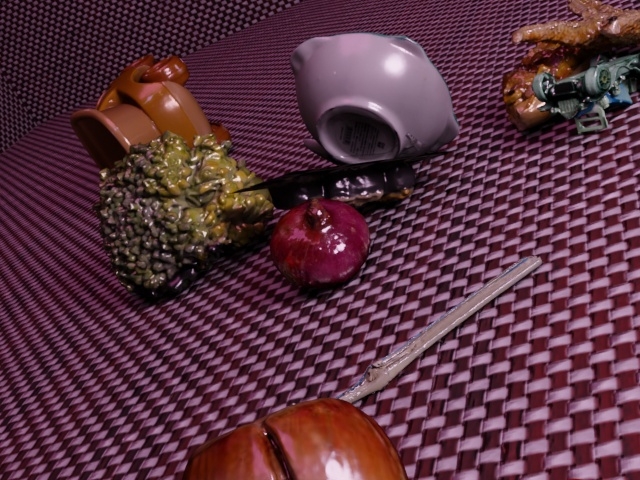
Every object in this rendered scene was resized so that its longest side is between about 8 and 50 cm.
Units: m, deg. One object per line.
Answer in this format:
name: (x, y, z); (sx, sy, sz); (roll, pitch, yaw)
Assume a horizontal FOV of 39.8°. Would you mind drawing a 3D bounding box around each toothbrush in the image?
toothbrush: (0.070, 0.091, 0.727); (0.294, 0.028, 0.026); (-30, 22, -15)

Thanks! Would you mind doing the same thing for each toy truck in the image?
toy truck: (-0.302, -0.202, 1.581); (0.212, 0.204, 0.288); (-40, 26, -19)
toy truck: (0.304, -0.160, 0.947); (0.154, 0.077, 0.080); (-24, 15, -38)

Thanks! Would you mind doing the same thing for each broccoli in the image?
broccoli: (-0.184, -0.064, 1.163); (0.243, 0.180, 0.273); (-8, 29, 43)

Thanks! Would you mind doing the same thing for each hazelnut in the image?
hazelnut: (-0.014, 0.169, 0.532); (0.154, 0.143, 0.143); (-27, 21, 27)

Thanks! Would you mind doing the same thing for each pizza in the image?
pizza: (0.289, -0.209, 1.074); (0.127, 0.058, 0.246); (-2, 32, 50)

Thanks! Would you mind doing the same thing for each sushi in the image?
sushi: (0.027, -0.054, 1.011); (0.215, 0.050, 0.192); (-10, 0, -27)

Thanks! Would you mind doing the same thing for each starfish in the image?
starfish: (0.360, -0.246, 0.993); (0.303, 0.060, 0.299); (-22, 23, -31)

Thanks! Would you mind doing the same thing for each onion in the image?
onion: (0.000, 0.000, 0.920); (0.107, 0.097, 0.107); (-9, 40, 8)

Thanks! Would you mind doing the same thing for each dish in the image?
dish: (0.048, -0.142, 1.075); (0.246, 0.224, 0.078); (-51, 15, 54)

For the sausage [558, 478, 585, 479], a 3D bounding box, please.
sausage: (0.149, 0.162, 0.445); (0.050, 0.048, 0.145); (-65, 16, 13)
